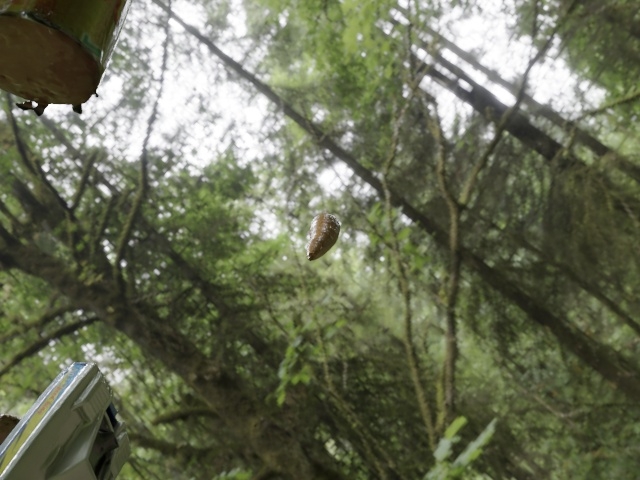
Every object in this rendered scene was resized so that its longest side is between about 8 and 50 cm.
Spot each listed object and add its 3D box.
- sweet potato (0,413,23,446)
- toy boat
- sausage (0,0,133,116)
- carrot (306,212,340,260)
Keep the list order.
[{"bbox_3d":[-0.486,0.312,1.271,0.068,0.060,0.206,-38,-21,0],"label":"sweet potato"},{"bbox_3d":[-0.263,0.248,0.723,0.295,0.088,0.129,-66,-31,-57],"label":"toy boat"},{"bbox_3d":[-0.225,-0.269,0.760,0.125,0.117,0.317,79,-162,-54],"label":"sausage"},{"bbox_3d":[0.000,0.000,1.175,0.048,0.048,0.216,-56,3,16],"label":"carrot"}]
